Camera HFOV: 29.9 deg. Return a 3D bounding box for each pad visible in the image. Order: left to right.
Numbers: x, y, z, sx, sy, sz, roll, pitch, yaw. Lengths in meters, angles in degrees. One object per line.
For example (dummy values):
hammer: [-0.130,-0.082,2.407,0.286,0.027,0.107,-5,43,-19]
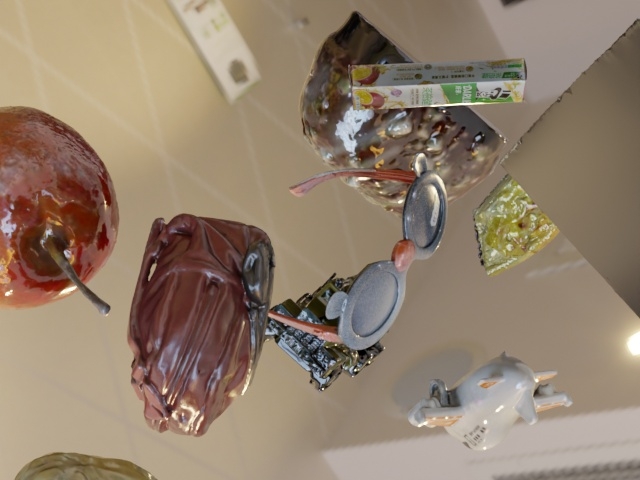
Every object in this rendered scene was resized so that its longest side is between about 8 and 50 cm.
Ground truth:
pad: [0.174,-0.011,0.608,0.004,0.163,0.243,-40,175,-12]

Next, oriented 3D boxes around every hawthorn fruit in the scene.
hawthorn fruit: [-0.334,-0.043,1.348,0.263,0.235,0.231,-23,-153,43]

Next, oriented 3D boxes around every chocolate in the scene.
chocolate: [0.106,-0.159,1.762,0.210,0.340,0.225,-48,-145,13]

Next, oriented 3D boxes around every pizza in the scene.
pizza: [0.236,-0.025,1.404,0.160,0.099,0.036,-47,-151,16]

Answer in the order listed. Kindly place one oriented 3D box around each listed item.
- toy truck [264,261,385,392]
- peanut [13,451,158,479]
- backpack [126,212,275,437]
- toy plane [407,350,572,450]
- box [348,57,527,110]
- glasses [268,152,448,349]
toy truck: [0.023,0.105,1.575,0.127,0.127,0.257,-49,169,20]
peanut: [-0.156,0.289,1.048,0.130,0.290,0.130,-26,-152,15]
backpack: [-0.127,0.092,1.217,0.139,0.229,0.229,14,-156,-4]
toy plane: [0.248,0.239,1.734,0.245,0.245,0.117,-23,-114,21]
box: [0.137,-0.184,1.408,0.207,0.050,0.041,-2,-120,4]
glasses: [0.000,0.000,1.397,0.268,0.118,0.234,11,-118,39]
